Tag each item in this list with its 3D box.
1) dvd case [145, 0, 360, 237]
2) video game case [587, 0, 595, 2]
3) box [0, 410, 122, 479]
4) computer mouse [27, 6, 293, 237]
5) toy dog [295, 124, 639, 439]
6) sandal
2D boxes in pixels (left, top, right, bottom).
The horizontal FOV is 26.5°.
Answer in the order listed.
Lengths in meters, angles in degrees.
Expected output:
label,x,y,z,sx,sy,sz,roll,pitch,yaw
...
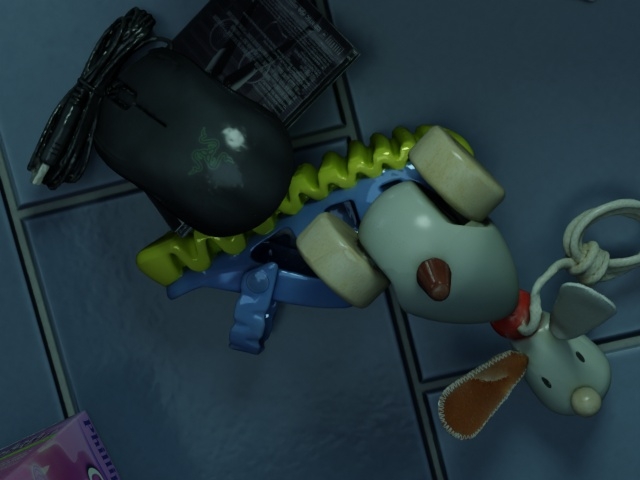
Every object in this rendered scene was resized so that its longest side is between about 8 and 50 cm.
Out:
label,x,y,z,sx,sy,sz,roll,pitch,yaw
dvd case,-0.087,-0.132,1.199,0.221,0.018,0.164,-45,55,8
video game case,0.178,-0.328,1.187,0.201,0.023,0.183,20,100,3
box,-0.244,0.297,1.213,0.117,0.243,0.213,-26,94,9
computer mouse,-0.140,-0.093,1.158,0.272,0.072,0.188,29,88,35
toy dog,0.145,0.055,1.108,0.333,0.161,0.220,19,115,-23
sandal,0.000,0.000,1.212,0.317,0.126,0.138,-25,97,18
